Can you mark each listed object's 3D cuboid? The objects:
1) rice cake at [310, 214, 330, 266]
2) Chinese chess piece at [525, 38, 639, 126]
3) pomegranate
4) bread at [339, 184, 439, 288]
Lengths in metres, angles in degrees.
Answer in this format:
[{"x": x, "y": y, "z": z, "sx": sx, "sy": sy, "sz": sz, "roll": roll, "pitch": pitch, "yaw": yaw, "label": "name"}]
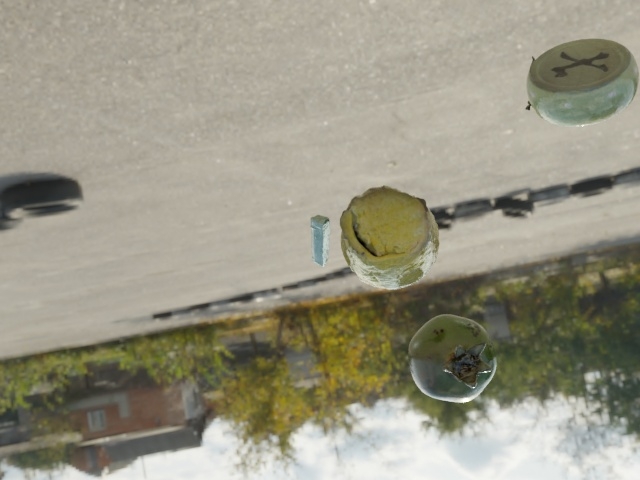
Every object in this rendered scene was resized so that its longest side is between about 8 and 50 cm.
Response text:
[{"x": -0.001, "y": 0.000, "z": 1.686, "sx": 0.029, "sy": 0.033, "sz": 0.170, "roll": -52, "pitch": 162, "yaw": -24, "label": "rice cake"}, {"x": 0.548, "y": -0.336, "z": 1.822, "sx": 0.238, "sy": 0.237, "sz": 0.092, "roll": -12, "pitch": 130, "yaw": 13, "label": "Chinese chess piece"}, {"x": 0.267, "y": 0.237, "z": 1.712, "sx": 0.182, "sy": 0.181, "sz": 0.224, "roll": -10, "pitch": 179, "yaw": -2, "label": "pomegranate"}, {"x": 0.123, "y": -0.012, "z": 1.580, "sx": 0.197, "sy": 0.197, "sz": 0.170, "roll": -11, "pitch": 158, "yaw": 6, "label": "bread"}]
